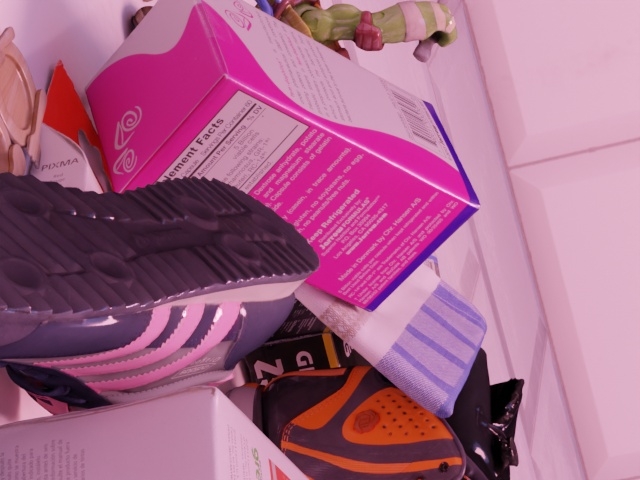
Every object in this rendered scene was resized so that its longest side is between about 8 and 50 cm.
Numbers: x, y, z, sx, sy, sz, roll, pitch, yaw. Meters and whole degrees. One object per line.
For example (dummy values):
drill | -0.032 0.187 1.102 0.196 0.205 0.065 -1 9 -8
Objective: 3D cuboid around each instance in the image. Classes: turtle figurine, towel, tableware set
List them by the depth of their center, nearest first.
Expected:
tableware set | -0.185 -0.101 1.026 0.141 0.020 0.169 -80 155 -58
towel | 0.000 0.000 1.347 0.285 0.034 0.209 42 16 2
turtle figurine | 0.037 -0.123 1.586 0.274 0.197 0.266 -22 101 -73

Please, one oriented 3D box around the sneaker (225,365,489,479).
sneaker | 0.029 0.218 1.269 0.124 0.180 0.321 56 25 -57

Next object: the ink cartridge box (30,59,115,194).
ink cartridge box | -0.124 -0.003 1.139 0.179 0.045 0.145 -84 158 -46

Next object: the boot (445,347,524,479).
boot | 0.150 0.228 1.623 0.207 0.094 0.246 -82 151 -46

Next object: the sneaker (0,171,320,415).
sneaker | -0.126 0.044 0.946 0.112 0.131 0.319 45 24 27

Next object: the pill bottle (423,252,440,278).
pill bottle | 0.084 0.081 1.850 0.078 0.078 0.137 39 40 -69

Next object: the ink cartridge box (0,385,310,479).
ink cartridge box | -0.056 0.270 0.976 0.272 0.130 0.309 53 28 -60

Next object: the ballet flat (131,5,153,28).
ballet flat | -0.027 -0.098 1.373 0.250 0.058 0.084 36 18 -21

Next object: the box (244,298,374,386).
box | 0.033 0.156 1.573 0.322 0.079 0.257 -52 130 -74

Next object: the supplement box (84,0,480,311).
supplement box | -0.024 -0.059 1.213 0.220 0.114 0.111 27 28 -37
